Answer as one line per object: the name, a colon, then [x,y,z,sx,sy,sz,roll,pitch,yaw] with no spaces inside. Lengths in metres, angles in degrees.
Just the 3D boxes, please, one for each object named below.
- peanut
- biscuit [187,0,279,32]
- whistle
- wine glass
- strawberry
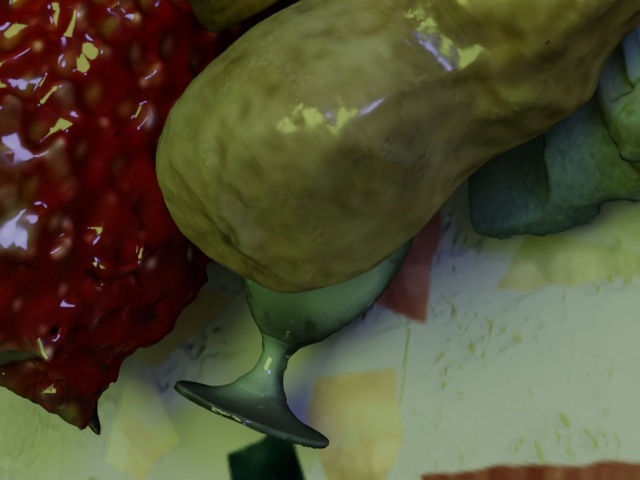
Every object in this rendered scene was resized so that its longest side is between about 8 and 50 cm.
peanut: [0.039,-0.069,0.711,0.253,0.137,0.122,-34,105,8]
biscuit: [0.059,-0.200,0.760,0.301,0.197,0.049,-35,102,-3]
whistle: [0.162,-0.056,0.754,0.223,0.123,0.123,-32,62,43]
wine glass: [0.000,0.000,0.828,0.093,0.093,0.202,21,89,33]
strawberry: [-0.163,-0.095,0.841,0.292,0.292,0.343,23,93,33]
